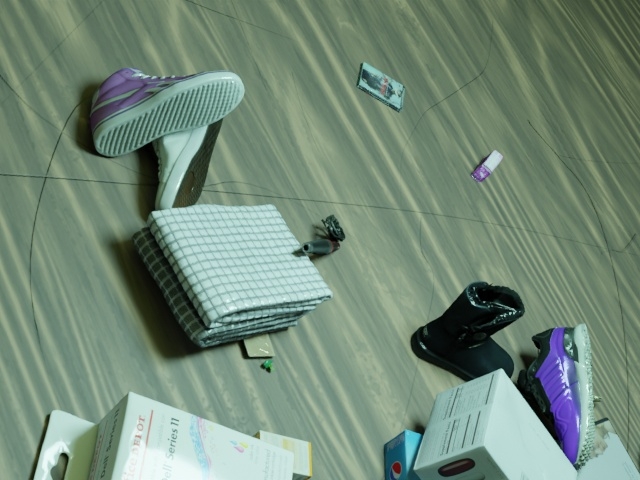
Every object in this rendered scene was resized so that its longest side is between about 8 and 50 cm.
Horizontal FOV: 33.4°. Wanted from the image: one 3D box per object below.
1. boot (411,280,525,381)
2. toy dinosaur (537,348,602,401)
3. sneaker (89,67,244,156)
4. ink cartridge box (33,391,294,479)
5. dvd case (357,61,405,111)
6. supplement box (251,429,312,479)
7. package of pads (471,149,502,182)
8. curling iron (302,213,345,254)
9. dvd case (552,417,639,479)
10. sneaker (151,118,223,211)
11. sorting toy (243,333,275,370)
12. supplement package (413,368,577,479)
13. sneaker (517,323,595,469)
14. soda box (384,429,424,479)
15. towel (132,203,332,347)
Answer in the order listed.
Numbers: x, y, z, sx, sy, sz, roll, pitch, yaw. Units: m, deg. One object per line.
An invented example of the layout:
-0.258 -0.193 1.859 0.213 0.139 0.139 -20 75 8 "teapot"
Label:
0.325 0.181 2.036 0.246 0.207 0.094 23 46 -24 "boot"
0.505 0.308 2.211 0.183 0.053 0.093 35 26 -15 "toy dinosaur"
-0.280 -0.269 1.888 0.102 0.282 0.161 68 4 -51 "sneaker"
-0.222 0.357 1.525 0.353 0.119 0.207 24 46 -22 "ink cartridge box"
0.141 -0.353 2.451 0.119 0.013 0.087 30 44 -18 "dvd case"
-0.064 0.350 1.719 0.098 0.036 0.062 19 48 -26 "supplement box"
0.388 -0.173 2.480 0.032 0.050 0.083 44 41 -1 "package of pads"
0.000 0.000 1.963 0.068 0.035 0.274 67 15 -2 "curling iron"
0.544 0.462 2.129 0.253 0.022 0.180 -8 64 -42 "dvd case"
-0.267 -0.153 1.931 0.123 0.106 0.290 8 54 10 "sneaker"
-0.106 0.187 1.831 0.062 0.012 0.083 7 51 -41 "sorting toy"
0.307 0.398 1.836 0.262 0.145 0.204 52 33 -16 "supplement package"
0.465 0.311 2.119 0.102 0.146 0.293 54 36 -57 "sneaker"
0.157 0.434 1.809 0.071 0.067 0.210 22 48 -24 "soda box"
-0.152 0.053 1.819 0.283 0.121 0.235 -7 54 -47 "towel"
